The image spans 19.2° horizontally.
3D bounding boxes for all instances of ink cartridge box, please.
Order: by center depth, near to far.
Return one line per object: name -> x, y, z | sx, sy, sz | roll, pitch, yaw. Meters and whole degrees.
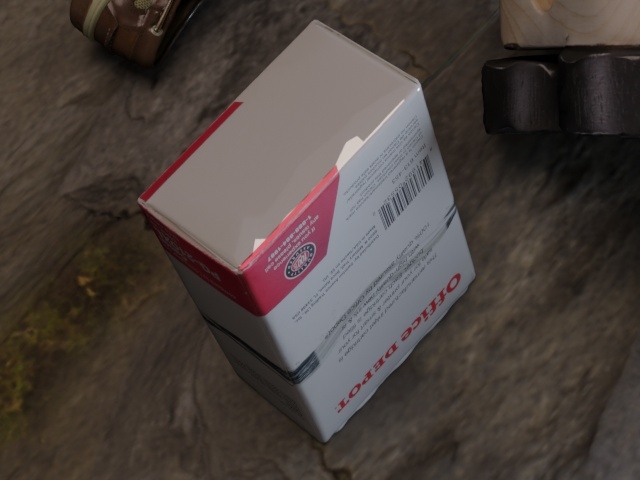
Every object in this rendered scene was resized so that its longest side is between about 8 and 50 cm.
ink cartridge box -> 0.000, 0.000, 1.256 | 0.100, 0.237, 0.172 | 34, 72, 30

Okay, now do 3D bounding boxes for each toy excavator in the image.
toy excavator -> 0.364, -0.192, 1.244 | 0.445, 0.433, 0.222 | -5, 96, -14

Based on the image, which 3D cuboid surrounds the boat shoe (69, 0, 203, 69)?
boat shoe -> -0.083, -0.237, 1.508 | 0.095, 0.095, 0.257 | 38, 77, 10
